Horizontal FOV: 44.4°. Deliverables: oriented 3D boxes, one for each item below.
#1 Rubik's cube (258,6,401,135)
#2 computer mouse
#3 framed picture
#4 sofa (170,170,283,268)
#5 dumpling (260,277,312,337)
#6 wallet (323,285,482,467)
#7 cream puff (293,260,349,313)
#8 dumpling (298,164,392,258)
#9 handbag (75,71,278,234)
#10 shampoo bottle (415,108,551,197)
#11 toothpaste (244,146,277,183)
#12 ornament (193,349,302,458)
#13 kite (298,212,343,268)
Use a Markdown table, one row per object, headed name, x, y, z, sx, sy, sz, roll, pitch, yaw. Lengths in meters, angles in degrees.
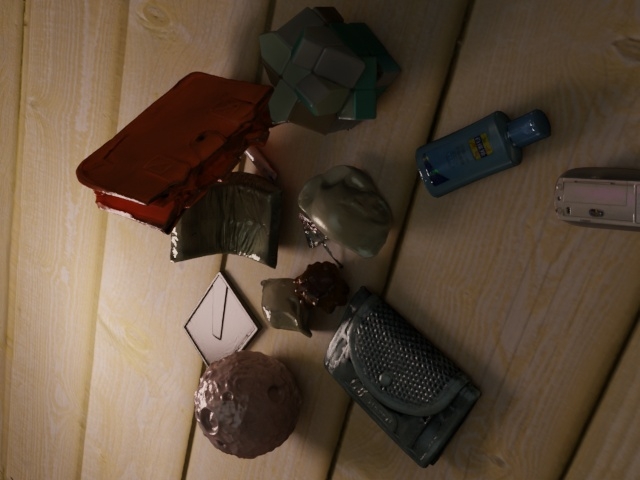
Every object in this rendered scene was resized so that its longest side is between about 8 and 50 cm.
| name | x | y | z | sx | sy | sz | roll | pitch | yaw |
| --- | --- | --- | --- | --- | --- | --- | --- | --- | --- |
| Rubik's cube | 0.003 | -0.313 | 1.522 | 0.265 | 0.212 | 0.224 | 54 | 130 | 15 |
| computer mouse | 0.475 | -0.065 | 1.267 | 0.199 | 0.044 | 0.102 | 6 | 106 | 41 |
| framed picture | -0.264 | 0.228 | 2.057 | 0.192 | 0.018 | 0.265 | 54 | 132 | 18 |
| sofa | -0.220 | -0.042 | 1.789 | 0.176 | 0.225 | 0.210 | 36 | 125 | 51 |
| dumpling | -0.070 | 0.164 | 1.797 | 0.111 | 0.155 | 0.181 | -22 | 44 | 15 |
| wallet | 0.154 | 0.286 | 1.649 | 0.342 | 0.075 | 0.237 | 43 | 124 | 27 |
| cream puff | 0.006 | 0.103 | 1.718 | 0.122 | 0.094 | 0.116 | 16 | 82 | 24 |
| dumpling | 0.061 | -0.066 | 1.619 | 0.229 | 0.124 | 0.151 | 43 | 91 | 20 |
| handbag | -0.304 | -0.205 | 1.707 | 0.303 | 0.410 | 0.116 | 17 | 143 | 38 |
| shampoo bottle | 0.289 | -0.164 | 1.402 | 0.258 | 0.061 | 0.104 | -23 | 87 | 44 |
| toothpaste | -0.161 | -0.209 | 1.833 | 0.190 | 0.031 | 0.048 | 51 | 143 | 16 |
| ornament | -0.182 | 0.393 | 1.882 | 0.259 | 0.225 | 0.260 | 13 | 110 | 39 |
| kite | 0.000 | 0.000 | 1.722 | 0.157 | 0.011 | 0.139 | 52 | 155 | -4 |
